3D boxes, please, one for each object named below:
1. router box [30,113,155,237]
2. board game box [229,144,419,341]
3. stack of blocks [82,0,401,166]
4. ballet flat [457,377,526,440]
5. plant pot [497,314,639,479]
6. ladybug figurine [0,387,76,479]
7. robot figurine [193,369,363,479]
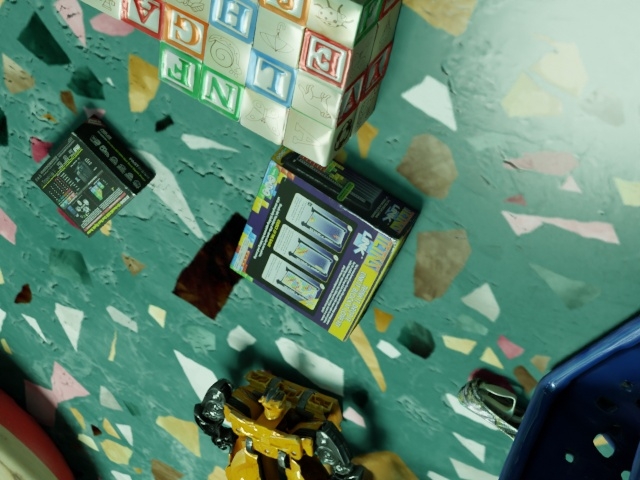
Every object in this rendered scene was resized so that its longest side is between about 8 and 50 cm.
[{"bbox_3d":[-0.241,-0.066,1.345,0.092,0.038,0.122,47,140,-8],"label":"router box"},{"bbox_3d":[0.000,0.000,1.213,0.141,0.048,0.170,32,139,6],"label":"board game box"},{"bbox_3d":[-0.087,-0.208,1.057,0.297,0.087,0.171,29,139,13],"label":"stack of blocks"},{"bbox_3d":[0.187,0.170,1.235,0.114,0.041,0.041,34,140,6],"label":"ballet flat"},{"bbox_3d":[0.291,0.217,1.054,0.212,0.236,0.236,37,142,-7],"label":"plant pot"},{"bbox_3d":[-0.481,0.322,1.770,0.305,0.162,0.449,-18,119,33],"label":"ladybug figurine"},{"bbox_3d":[-0.037,0.260,1.452,0.211,0.085,0.291,19,136,23],"label":"robot figurine"}]
